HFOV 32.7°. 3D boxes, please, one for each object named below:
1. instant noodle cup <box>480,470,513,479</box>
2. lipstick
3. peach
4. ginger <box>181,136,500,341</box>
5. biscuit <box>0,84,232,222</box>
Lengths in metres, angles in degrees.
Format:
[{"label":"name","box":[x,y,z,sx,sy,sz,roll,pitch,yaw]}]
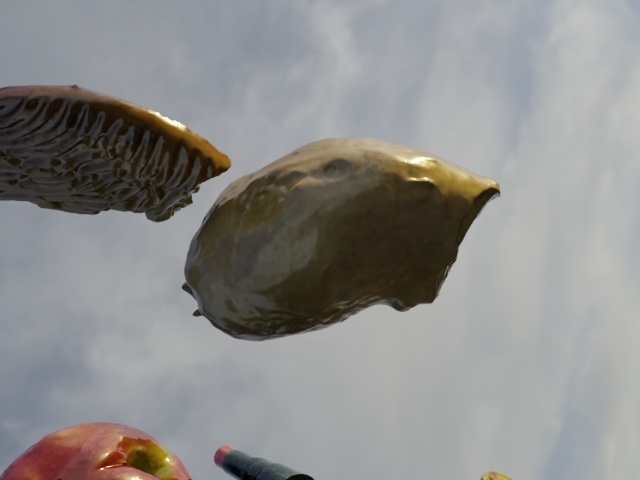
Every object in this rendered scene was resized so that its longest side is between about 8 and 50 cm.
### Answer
[{"label":"instant noodle cup","box":[0.262,0.432,1.597,0.122,0.151,0.151,-52,-28,12]},{"label":"lipstick","box":[-0.070,0.274,1.275,0.053,0.234,0.053,0,-89,-24]},{"label":"peach","box":[-0.298,0.384,1.324,0.338,0.281,0.281,-50,-28,11]},{"label":"ginger","box":[0.000,0.000,0.802,0.152,0.267,0.138,61,-150,-44]},{"label":"biscuit","box":[-0.189,-0.056,0.838,0.176,0.228,0.031,35,-126,-30]}]
